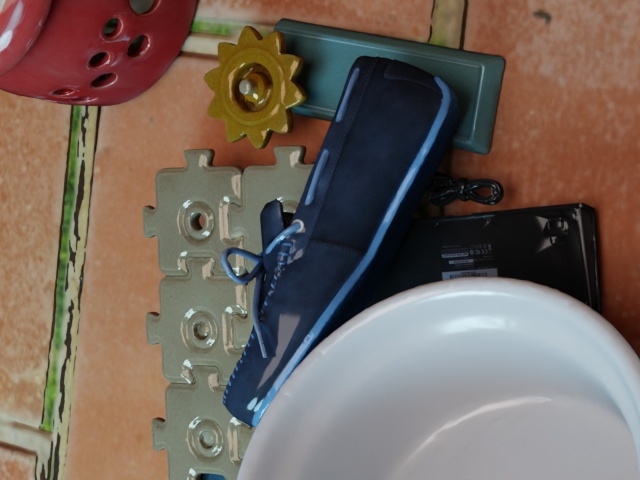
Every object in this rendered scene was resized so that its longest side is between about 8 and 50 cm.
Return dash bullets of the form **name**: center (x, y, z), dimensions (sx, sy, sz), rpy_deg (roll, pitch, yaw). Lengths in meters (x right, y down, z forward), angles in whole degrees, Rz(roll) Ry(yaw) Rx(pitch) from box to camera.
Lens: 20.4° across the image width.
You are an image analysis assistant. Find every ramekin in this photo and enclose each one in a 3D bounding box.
- **ramekin**: center (0.096, 0.173, 1.071), dimensions (0.277, 0.135, 0.277), rpy_deg (-16, 54, 24)

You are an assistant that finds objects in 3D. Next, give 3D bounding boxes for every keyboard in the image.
- **keyboard**: center (0.102, 0.006, 1.190), dimensions (0.180, 0.023, 0.108), rpy_deg (-5, 93, 35)

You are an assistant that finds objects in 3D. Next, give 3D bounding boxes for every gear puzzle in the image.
- **gear puzzle**: center (-0.046, 0.017, 1.279), dimensions (0.175, 0.044, 0.339), rpy_deg (0, 93, 33)

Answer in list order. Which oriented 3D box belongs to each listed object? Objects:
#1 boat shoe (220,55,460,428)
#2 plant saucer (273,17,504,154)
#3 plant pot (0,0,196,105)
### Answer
- **boat shoe**: center (0.000, 0.000, 1.178), dimensions (0.089, 0.109, 0.258), rpy_deg (28, 82, 13)
- **plant saucer**: center (0.038, -0.109, 1.235), dimensions (0.192, 0.018, 0.067), rpy_deg (15, 100, 36)
- **plant pot**: center (-0.215, -0.196, 1.322), dimensions (0.191, 0.174, 0.191), rpy_deg (3, 95, 38)
